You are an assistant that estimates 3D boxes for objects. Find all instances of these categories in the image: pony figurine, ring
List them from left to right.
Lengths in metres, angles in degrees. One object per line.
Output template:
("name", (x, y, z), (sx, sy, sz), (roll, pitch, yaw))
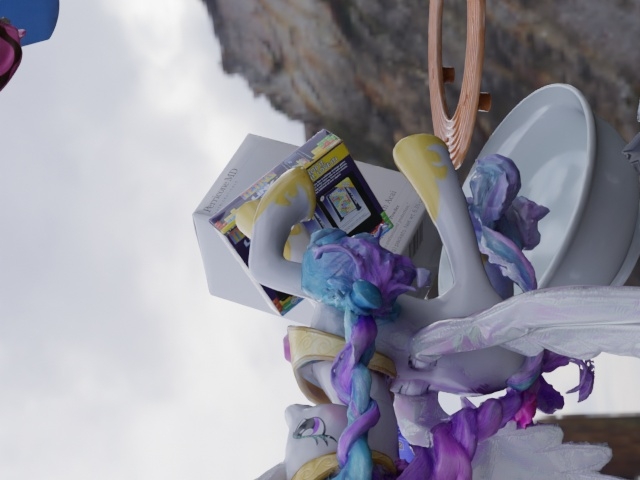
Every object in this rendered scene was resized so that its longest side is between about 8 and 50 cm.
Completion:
("pony figurine", (0.098, 0.082, 0.905), (0.363, 0.351, 0.302), (-95, 11, -49))
("ring", (0.168, -0.252, 1.514), (0.336, 0.032, 0.336), (-179, 90, -86))

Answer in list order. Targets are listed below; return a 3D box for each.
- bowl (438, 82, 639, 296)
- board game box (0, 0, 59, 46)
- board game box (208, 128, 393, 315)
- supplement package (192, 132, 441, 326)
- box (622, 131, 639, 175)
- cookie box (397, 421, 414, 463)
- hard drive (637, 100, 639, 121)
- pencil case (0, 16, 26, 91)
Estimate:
("bowl", (0.260, -0.013, 1.395), (0.298, 0.134, 0.298), (-57, 21, 35))
("board game box", (-0.419, -0.304, 1.612), (0.033, 0.169, 0.133), (-162, 54, -72))
("board game box", (-0.020, -0.019, 1.438), (0.141, 0.170, 0.048), (57, 170, -34))
("supplement package", (0.000, 0.000, 1.746), (0.175, 0.293, 0.177), (83, -150, -48))
("box", (0.388, -0.112, 0.865), (0.307, 0.242, 0.076), (1, -132, -42))
("cookie box", (0.059, 0.183, 0.986), (0.040, 0.092, 0.107), (-24, -66, -36))
("hard drive", (0.509, -0.129, 1.319), (0.203, 0.308, 0.040), (-30, -51, -55))
("pencil case", (-0.366, -0.223, 1.167), (0.098, 0.095, 0.209), (-48, -47, -8))
